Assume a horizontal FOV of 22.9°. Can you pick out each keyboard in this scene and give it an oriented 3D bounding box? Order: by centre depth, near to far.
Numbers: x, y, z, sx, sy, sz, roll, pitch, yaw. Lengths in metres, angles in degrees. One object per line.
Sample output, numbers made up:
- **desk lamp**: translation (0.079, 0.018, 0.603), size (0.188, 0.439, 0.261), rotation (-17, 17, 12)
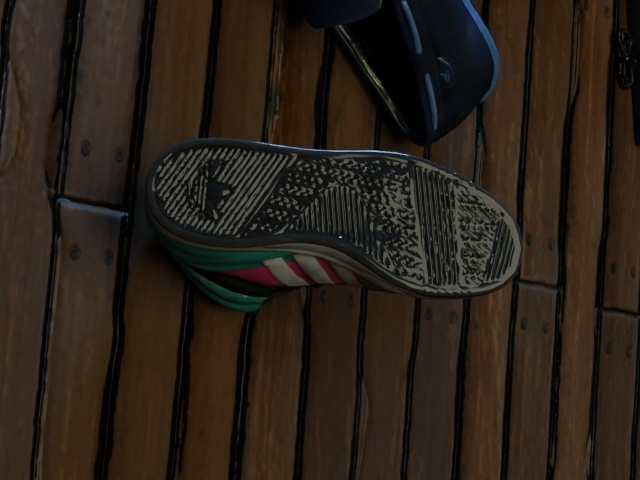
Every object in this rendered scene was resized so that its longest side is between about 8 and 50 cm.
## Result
- **keyboard**: translation (0.351, -0.190, 1.669), size (0.108, 0.023, 0.180), rotation (-1, 86, -38)

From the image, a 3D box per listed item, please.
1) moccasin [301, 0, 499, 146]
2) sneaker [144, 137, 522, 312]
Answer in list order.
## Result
- **moccasin**: translation (0.039, -0.222, 1.352), size (0.342, 0.137, 0.117), rotation (48, 64, -24)
- **sneaker**: translation (0.000, 0.000, 1.272), size (0.295, 0.178, 0.124), rotation (12, 78, -8)
